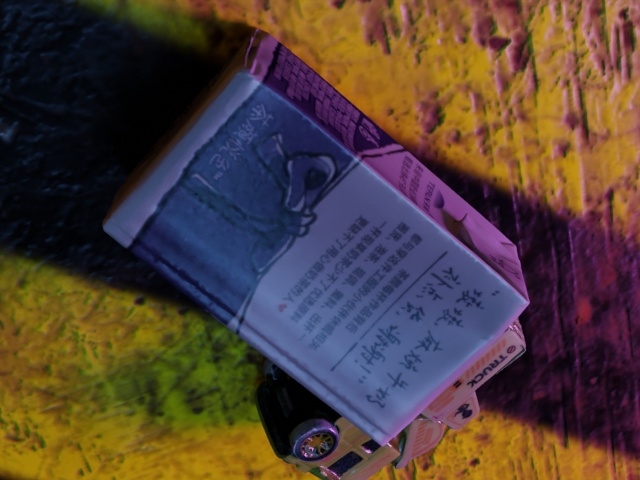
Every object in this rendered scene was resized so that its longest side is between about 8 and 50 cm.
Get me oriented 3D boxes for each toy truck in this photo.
[{"bbox_3d":[0.058,0.094,1.052,0.191,0.085,0.116,-39,131,9],"label":"toy truck"}]

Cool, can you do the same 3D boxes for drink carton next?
[{"bbox_3d":[0.001,0.000,0.899,0.222,0.102,0.134,39,106,-11],"label":"drink carton"}]
